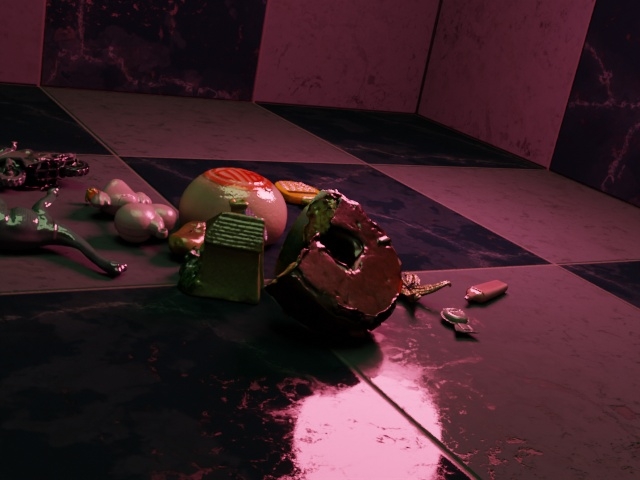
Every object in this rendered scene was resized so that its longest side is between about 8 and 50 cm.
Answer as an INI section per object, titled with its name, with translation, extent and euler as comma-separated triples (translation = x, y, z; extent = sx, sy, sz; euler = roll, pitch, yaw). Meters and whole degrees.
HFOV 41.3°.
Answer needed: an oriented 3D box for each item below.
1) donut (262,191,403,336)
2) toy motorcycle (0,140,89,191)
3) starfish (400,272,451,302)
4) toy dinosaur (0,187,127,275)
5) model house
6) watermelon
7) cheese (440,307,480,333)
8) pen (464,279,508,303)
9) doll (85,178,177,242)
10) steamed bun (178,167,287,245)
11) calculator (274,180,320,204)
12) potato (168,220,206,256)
[donut]
translation = 0.045, 0.070, 1.794
extent = 0.259, 0.136, 0.345
euler = 39, 40, -13
[toy motorcycle]
translation = -0.774, -0.201, 2.307
extent = 0.270, 0.106, 0.159
euler = -14, 37, -44
[starfish]
translation = 0.201, 0.114, 2.018
extent = 0.216, 0.050, 0.223
euler = 2, 8, -7
[toy dinosaur]
translation = -0.651, -0.004, 1.835
extent = 0.383, 0.129, 0.331
euler = -4, 33, -35
[model house]
translation = -0.205, 0.010, 1.882
extent = 0.195, 0.189, 0.214
euler = 12, 20, -4
[watermelon]
translation = 0.006, 0.011, 1.960
extent = 0.146, 0.231, 0.128
euler = 32, 20, 14
[cheese]
translation = 0.311, 0.181, 1.916
extent = 0.067, 0.026, 0.121
euler = 5, 20, -16
[pen]
translation = 0.409, 0.130, 2.119
extent = 0.053, 0.032, 0.197
euler = 25, 20, 33
[doll]
translation = -0.472, -0.076, 2.125
extent = 0.160, 0.094, 0.365
euler = 0, 21, -36
[steamed bun]
translation = -0.222, -0.096, 2.190
extent = 0.283, 0.177, 0.283
euler = 10, 18, -3
[calculator]
translation = -0.064, -0.146, 2.653
extent = 0.146, 0.032, 0.235
euler = 2, 19, -23
[potato]
translation = -0.309, 0.002, 2.020
extent = 0.091, 0.070, 0.138
euler = 22, 29, 15
